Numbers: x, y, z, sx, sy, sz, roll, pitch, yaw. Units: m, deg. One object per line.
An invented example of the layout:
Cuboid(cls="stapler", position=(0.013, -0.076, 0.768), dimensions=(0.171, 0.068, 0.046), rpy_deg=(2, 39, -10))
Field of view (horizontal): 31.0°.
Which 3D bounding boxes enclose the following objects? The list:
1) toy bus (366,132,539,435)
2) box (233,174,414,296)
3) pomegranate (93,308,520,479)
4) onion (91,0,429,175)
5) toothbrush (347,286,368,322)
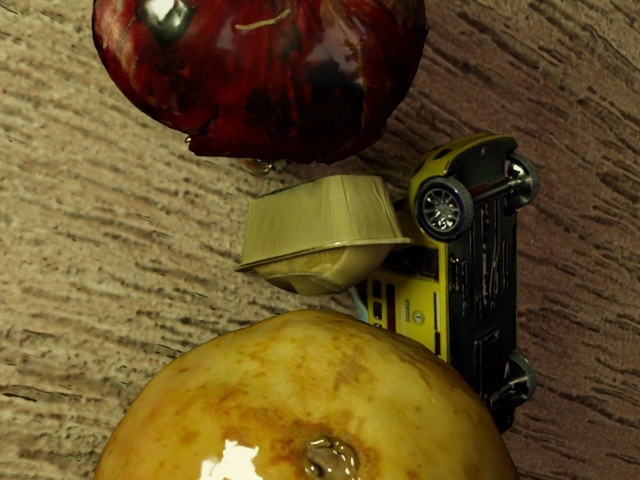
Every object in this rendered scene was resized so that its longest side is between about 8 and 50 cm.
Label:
Cuboid(cls="toy bus", position=(0.127, 0.054, 1.189), dimensions=(0.145, 0.151, 0.331), rpy_deg=(-21, 114, -46))
Cuboid(cls="box", position=(0.000, 0.000, 1.063), dimensions=(0.111, 0.177, 0.111), rpy_deg=(10, 75, -40))
Cuboid(cls="pomegranate", position=(-0.012, 0.255, 1.011), dimensions=(0.410, 0.410, 0.410), rpy_deg=(-12, 109, -39))
Cuboid(cls="onion", position=(-0.051, -0.169, 0.943), dimensions=(0.281, 0.281, 0.221), rpy_deg=(7, 53, -42))
Cuboid(cls="toothbrush", position=(0.045, 0.080, 1.221), dimensions=(0.017, 0.014, 0.162), rpy_deg=(-52, 132, -27))
